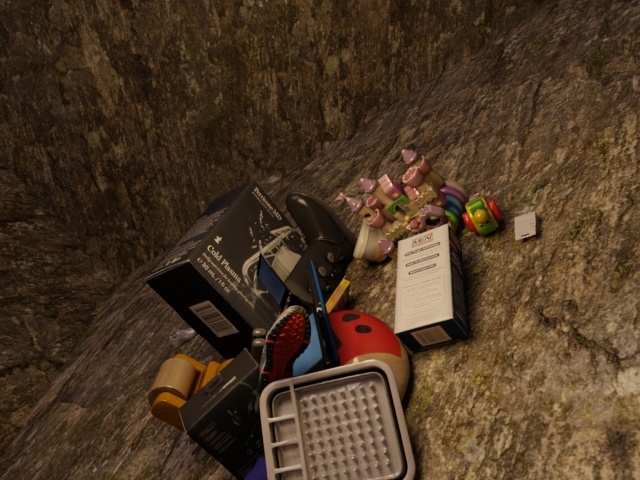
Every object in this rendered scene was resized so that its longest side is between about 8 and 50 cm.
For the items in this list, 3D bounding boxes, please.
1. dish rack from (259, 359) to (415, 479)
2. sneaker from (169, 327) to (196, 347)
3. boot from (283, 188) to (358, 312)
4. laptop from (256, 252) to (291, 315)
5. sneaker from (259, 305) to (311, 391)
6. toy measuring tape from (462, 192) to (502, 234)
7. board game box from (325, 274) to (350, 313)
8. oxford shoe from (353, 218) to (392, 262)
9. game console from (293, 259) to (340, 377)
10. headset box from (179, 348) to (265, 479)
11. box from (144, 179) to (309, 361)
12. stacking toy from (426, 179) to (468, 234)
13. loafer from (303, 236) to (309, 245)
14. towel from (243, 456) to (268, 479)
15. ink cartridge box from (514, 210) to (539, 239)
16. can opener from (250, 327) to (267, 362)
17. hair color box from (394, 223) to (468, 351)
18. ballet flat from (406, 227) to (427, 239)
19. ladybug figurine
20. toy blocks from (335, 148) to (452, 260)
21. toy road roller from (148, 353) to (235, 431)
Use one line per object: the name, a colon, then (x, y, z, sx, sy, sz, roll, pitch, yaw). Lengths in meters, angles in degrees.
dish rack: (0.036, 0.445, 1.173, 0.333, 0.072, 0.285, -16, 64, 11)
sneaker: (-0.632, 0.437, 2.363, 0.152, 0.061, 0.053, -35, 21, 2)
boot: (-0.057, 0.060, 1.881, 0.146, 0.367, 0.445, -37, 17, 47)
laptop: (-0.176, 0.213, 1.624, 0.234, 0.137, 0.264, 113, 174, -67)
sneaker: (-0.102, 0.251, 1.256, 0.125, 0.104, 0.261, -110, 37, -56)
toy measuring tape: (0.530, -0.086, 1.673, 0.121, 0.121, 0.330, -29, 2, 19)
board game box: (0.033, 0.243, 1.708, 0.039, 0.124, 0.259, 23, 55, 16)
oxford shoe: (0.220, -0.042, 1.978, 0.449, 0.130, 0.169, -68, -8, -62)
game console: (-0.058, 0.234, 1.373, 0.174, 0.250, 0.293, -15, 26, -1)
headset box: (-0.206, 0.476, 1.390, 0.246, 0.283, 0.131, -43, 24, -11)
box: (-0.296, 0.121, 1.927, 0.298, 0.479, 0.471, -21, 28, 38)
stacking toy: (0.407, -0.054, 1.722, 0.141, 0.141, 0.330, -18, 35, 39)
loafer: (0.000, 0.000, 2.242, 0.092, 0.102, 0.269, -47, 15, -17)
towel: (-0.149, 0.682, 1.199, 0.228, 0.076, 0.308, -1, 41, 44)
ink cartridge box: (0.610, -0.036, 1.508, 0.063, 0.029, 0.115, -21, 29, 33)
can opener: (-0.228, 0.388, 1.652, 0.095, 0.283, 0.075, 2, 46, -9)
hair color box: (0.313, 0.129, 1.452, 0.174, 0.105, 0.347, -21, 38, 29)
ballet flat: (0.348, -0.028, 1.839, 0.168, 0.052, 0.057, -44, 24, -15)
ladybug figurine: (0.073, 0.327, 1.422, 0.305, 0.161, 0.449, -39, 23, -2)
toy blocks: (0.237, -0.133, 1.683, 0.289, 0.260, 0.308, -39, 27, 33)
toy road roller: (-0.327, 0.452, 1.563, 0.240, 0.330, 0.202, -53, 16, 24)
